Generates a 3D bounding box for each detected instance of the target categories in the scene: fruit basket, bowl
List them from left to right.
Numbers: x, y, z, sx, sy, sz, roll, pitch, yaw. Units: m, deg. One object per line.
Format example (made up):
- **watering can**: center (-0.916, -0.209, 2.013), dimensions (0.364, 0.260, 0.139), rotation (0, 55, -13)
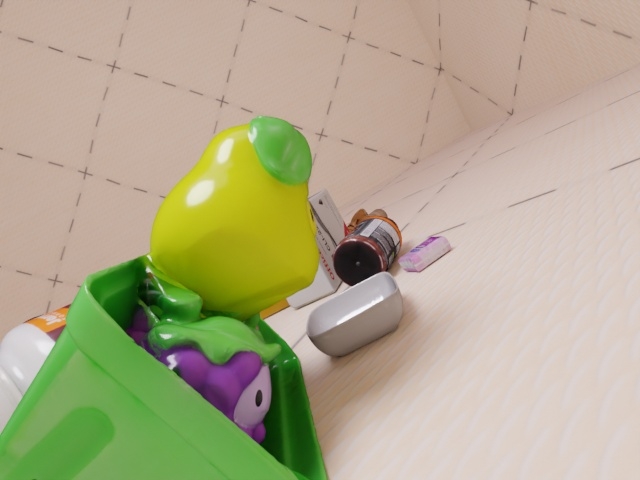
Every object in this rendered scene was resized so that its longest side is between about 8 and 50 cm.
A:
- **fruit basket**: center (-0.093, 0.073, 0.461), dimensions (0.392, 0.283, 0.392), rotation (-43, 8, 7)
- **bowl**: center (0.052, 0.107, 0.607), dimensions (0.141, 0.053, 0.142), rotation (-29, 8, 4)

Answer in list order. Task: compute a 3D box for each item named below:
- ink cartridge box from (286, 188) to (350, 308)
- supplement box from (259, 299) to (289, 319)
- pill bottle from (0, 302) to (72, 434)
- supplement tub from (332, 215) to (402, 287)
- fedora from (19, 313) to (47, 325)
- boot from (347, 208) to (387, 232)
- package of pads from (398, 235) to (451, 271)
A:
- **ink cartridge box**: center (-0.022, 0.009, 1.021), dimensions (0.114, 0.197, 0.273), rotation (-26, 8, 24)
- **supplement box**: center (-0.143, 0.070, 1.081), dimensions (0.129, 0.194, 0.191), rotation (-28, 7, 12)
- **pill bottle**: center (-0.333, 0.195, 0.671), dimensions (0.223, 0.224, 0.392), rotation (-24, 3, 39)
- **supplement tub**: center (0.104, 0.013, 0.870), dimensions (0.105, 0.106, 0.198), rotation (-25, 7, 29)
- **fedora**: center (-0.610, 0.270, 1.019), dimensions (0.334, 0.152, 0.334), rotation (-50, -26, -35)
- **boot**: center (0.109, -0.038, 1.377), dimensions (0.152, 0.073, 0.197), rotation (-37, 6, -23)
- **package of pads**: center (0.184, 0.024, 0.761), dimensions (0.083, 0.032, 0.050), rotation (-31, 10, -18)
